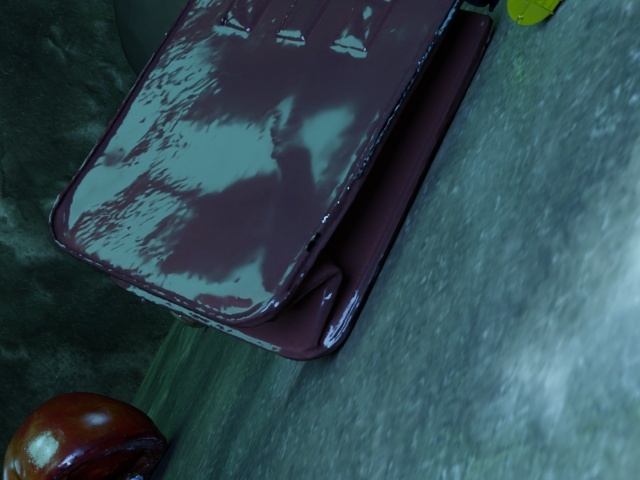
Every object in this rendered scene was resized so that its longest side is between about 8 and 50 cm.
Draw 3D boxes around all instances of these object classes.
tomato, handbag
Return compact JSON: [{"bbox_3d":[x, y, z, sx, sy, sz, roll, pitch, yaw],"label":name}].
[{"bbox_3d":[-0.317,0.275,1.483,0.200,0.140,0.233,-10,-34,-45],"label":"tomato"},{"bbox_3d":[-0.039,-0.073,0.798,0.260,0.084,0.276,16,73,43],"label":"handbag"}]

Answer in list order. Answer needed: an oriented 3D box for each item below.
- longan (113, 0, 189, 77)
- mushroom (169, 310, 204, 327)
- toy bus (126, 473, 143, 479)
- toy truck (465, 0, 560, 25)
[{"bbox_3d":[-0.051,-0.303,1.287,0.404,0.336,0.405,-37,-41,-41],"label":"longan"},{"bbox_3d":[-0.176,0.026,1.897,0.108,0.096,0.247,37,104,57],"label":"mushroom"},{"bbox_3d":[-0.184,0.270,1.163,0.052,0.058,0.102,-65,7,-18],"label":"toy bus"},{"bbox_3d":[0.112,-0.161,0.646,0.049,0.054,0.083,-57,9,38],"label":"toy truck"}]
